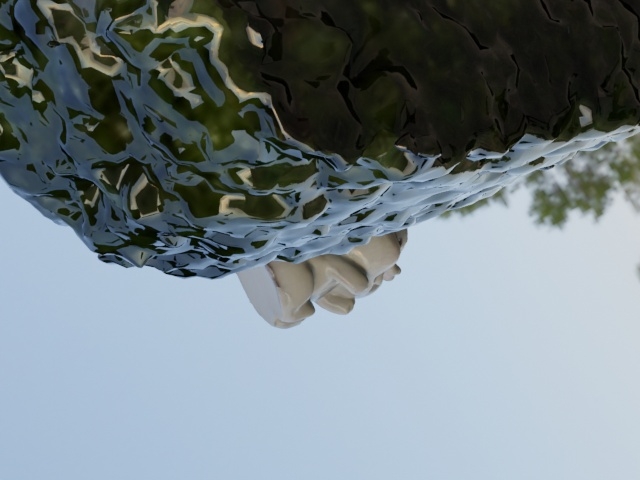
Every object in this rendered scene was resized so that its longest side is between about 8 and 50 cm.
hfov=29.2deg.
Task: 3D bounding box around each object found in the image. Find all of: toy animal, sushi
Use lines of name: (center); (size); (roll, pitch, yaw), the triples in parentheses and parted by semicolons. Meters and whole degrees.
toy animal: (-0.007, -0.003, 1.364); (0.178, 0.193, 0.127); (51, 156, 10)
sushi: (0.004, -0.148, 0.511); (0.352, 0.178, 0.294); (-13, -96, -42)
